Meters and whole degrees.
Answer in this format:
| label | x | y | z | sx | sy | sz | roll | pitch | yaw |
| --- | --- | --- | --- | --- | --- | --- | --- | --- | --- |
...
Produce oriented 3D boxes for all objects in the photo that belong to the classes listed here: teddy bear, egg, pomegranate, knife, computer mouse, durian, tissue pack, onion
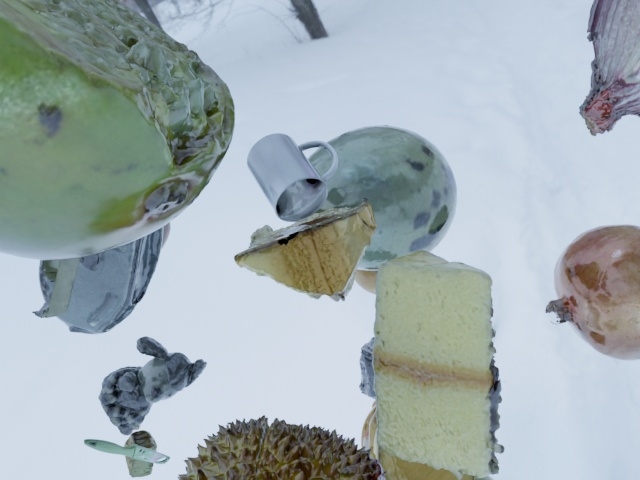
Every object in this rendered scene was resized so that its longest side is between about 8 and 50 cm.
| label | x | y | z | sx | sy | sz | roll | pitch | yaw |
| --- | --- | --- | --- | --- | --- | --- | --- | --- | --- |
| teddy bear | -0.415 | 0.330 | 1.252 | 0.251 | 0.171 | 0.144 | -37 | 11 | 9 |
| egg | 0.123 | -0.095 | 1.246 | 0.428 | 0.345 | 0.345 | -17 | 19 | -34 |
| pomegranate | -0.260 | -0.124 | 0.458 | 0.216 | 0.358 | 0.310 | -57 | -12 | 20 |
| knife | -0.372 | 0.410 | 1.028 | 0.014 | 0.207 | 0.030 | 28 | 80 | 44 |
| computer mouse | -0.401 | 0.009 | 0.981 | 0.374 | 0.203 | 0.114 | -61 | 8 | 25 |
| durian | -0.047 | 0.423 | 0.740 | 0.348 | 0.384 | 0.347 | -32 | 19 | 12 |
| pomegranate | 0.731 | 0.135 | 1.319 | 0.338 | 0.338 | 0.338 | -20 | 29 | 12 |
| tissue pack | 0.287 | 0.512 | 1.868 | 0.332 | 0.245 | 0.123 | 22 | 37 | 31 |
| onion | 0.524 | -0.302 | 0.765 | 0.159 | 0.267 | 0.348 | -25 | -16 | -15 |

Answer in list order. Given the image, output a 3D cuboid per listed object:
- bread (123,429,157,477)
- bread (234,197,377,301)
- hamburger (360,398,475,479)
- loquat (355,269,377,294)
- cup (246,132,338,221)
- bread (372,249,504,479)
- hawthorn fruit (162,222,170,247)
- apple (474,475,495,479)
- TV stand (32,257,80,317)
| label | x | y | z | sx | sy | sz | roll | pitch | yaw |
| --- | --- | --- | --- | --- | --- | --- | --- | --- | --- |
| bread | -0.384 | 0.451 | 1.128 | 0.066 | 0.060 | 0.110 | -39 | 27 | -12 |
| bread | -0.007 | -0.010 | 0.979 | 0.211 | 0.224 | 0.183 | -60 | 2 | 11 |
| hamburger | 0.223 | 0.506 | 1.303 | 0.276 | 0.276 | 0.237 | -36 | 2 | -17 |
| loquat | 0.189 | 0.051 | 1.641 | 0.235 | 0.235 | 0.235 | -20 | 29 | 12 |
| cup | -0.043 | -0.112 | 0.913 | 0.136 | 0.099 | 0.133 | -14 | 50 | -26 |
| bread | 0.134 | 0.149 | 0.673 | 0.142 | 0.266 | 0.178 | -1 | 9 | -6 |
| hawthorn fruit | -0.471 | -0.030 | 1.279 | 0.208 | 0.208 | 0.248 | -24 | 41 | 6 |
| apple | 0.400 | 0.793 | 1.501 | 0.292 | 0.254 | 0.292 | -31 | -5 | -3 |
| TV stand | -0.381 | 0.004 | 0.787 | 0.042 | 0.249 | 0.036 | 28 | 16 | 28 |
